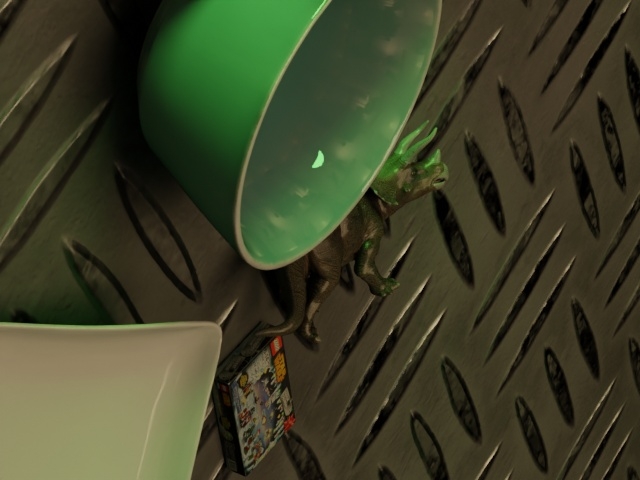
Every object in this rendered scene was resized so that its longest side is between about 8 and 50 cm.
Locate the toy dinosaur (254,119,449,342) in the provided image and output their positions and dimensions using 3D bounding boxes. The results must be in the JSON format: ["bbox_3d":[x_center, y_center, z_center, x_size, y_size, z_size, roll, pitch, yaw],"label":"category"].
[{"bbox_3d":[0.000,0.000,2.016,0.313,0.121,0.160,-31,121,-42],"label":"toy dinosaur"}]

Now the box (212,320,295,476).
[{"bbox_3d":[-0.068,0.164,2.057,0.094,0.027,0.137,-47,144,-37],"label":"box"}]

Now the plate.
[{"bbox_3d":[-0.228,0.195,1.730,0.278,0.045,0.277,2,106,-42],"label":"plate"}]

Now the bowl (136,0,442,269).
[{"bbox_3d":[-0.043,-0.148,1.737,0.311,0.163,0.311,-47,155,-30],"label":"bowl"}]
